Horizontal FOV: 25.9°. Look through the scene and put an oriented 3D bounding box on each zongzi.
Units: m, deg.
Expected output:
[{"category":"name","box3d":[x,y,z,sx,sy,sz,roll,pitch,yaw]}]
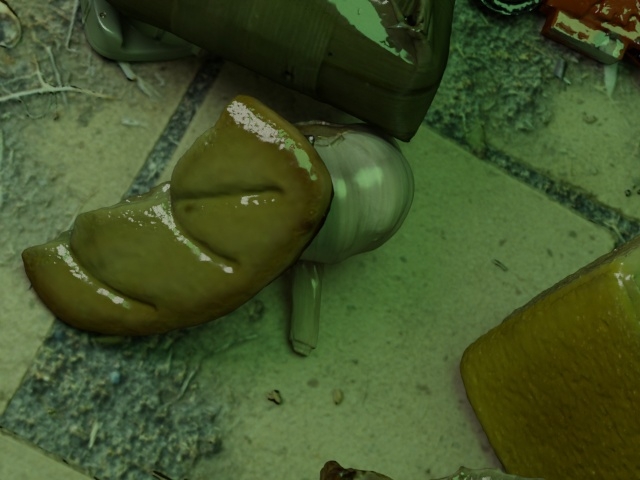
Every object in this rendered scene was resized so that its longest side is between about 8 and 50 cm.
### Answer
[{"category":"zongzi","box3d":[-0.055,-0.324,1.370,0.447,0.181,0.418,24,52,0]}]

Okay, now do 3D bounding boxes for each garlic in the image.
[{"category":"garlic","box3d":[0.000,0.000,1.339,0.199,0.199,0.225,-5,101,-21]}]

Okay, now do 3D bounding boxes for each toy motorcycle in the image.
[{"category":"toy motorcycle","box3d":[0.344,-0.311,1.588,0.326,0.148,0.221,24,85,-7]}]

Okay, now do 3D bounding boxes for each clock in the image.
[{"category":"clock","box3d":[-0.150,-0.261,1.426,0.191,0.062,0.151,-2,70,-21]}]

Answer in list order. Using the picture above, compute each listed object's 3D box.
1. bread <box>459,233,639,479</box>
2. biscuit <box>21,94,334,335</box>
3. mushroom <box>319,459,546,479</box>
[{"category":"bread","box3d":[0.295,0.175,1.261,0.143,0.333,0.323,-23,81,-28]},{"category":"biscuit","box3d":[-0.122,0.000,1.244,0.154,0.299,0.045,56,18,-1]},{"category":"mushroom","box3d":[0.112,0.309,1.180,0.233,0.302,0.208,28,100,27]}]
